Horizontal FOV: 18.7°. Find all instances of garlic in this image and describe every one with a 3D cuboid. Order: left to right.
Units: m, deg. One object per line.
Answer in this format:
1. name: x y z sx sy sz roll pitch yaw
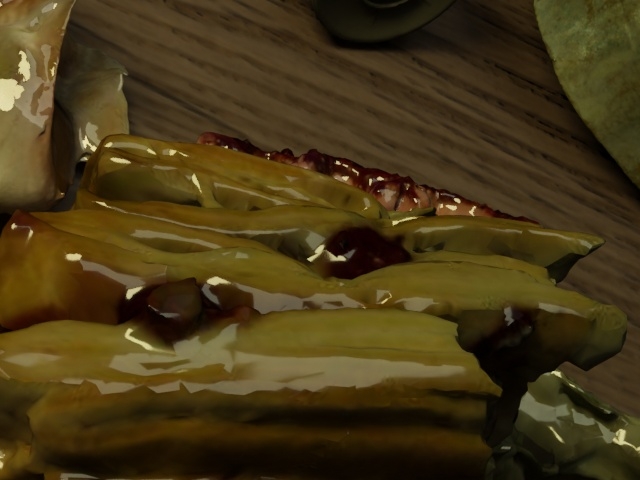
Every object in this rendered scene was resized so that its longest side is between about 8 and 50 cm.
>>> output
1. garlic: -0.155 -0.092 0.996 0.124 0.099 0.174 3 54 -12

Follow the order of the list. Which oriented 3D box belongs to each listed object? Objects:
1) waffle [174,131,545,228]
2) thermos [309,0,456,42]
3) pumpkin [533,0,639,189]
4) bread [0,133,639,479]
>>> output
1. waffle: 0.000 0.000 0.934 0.221 0.234 0.055 14 78 -18
2. thermos: 0.028 -0.233 1.200 0.137 0.105 0.193 -27 56 4
3. pumpkin: 0.313 -0.170 1.238 0.332 0.199 0.332 21 55 -34
4. bread: -0.001 0.096 0.803 0.370 0.314 0.191 3 46 -24
